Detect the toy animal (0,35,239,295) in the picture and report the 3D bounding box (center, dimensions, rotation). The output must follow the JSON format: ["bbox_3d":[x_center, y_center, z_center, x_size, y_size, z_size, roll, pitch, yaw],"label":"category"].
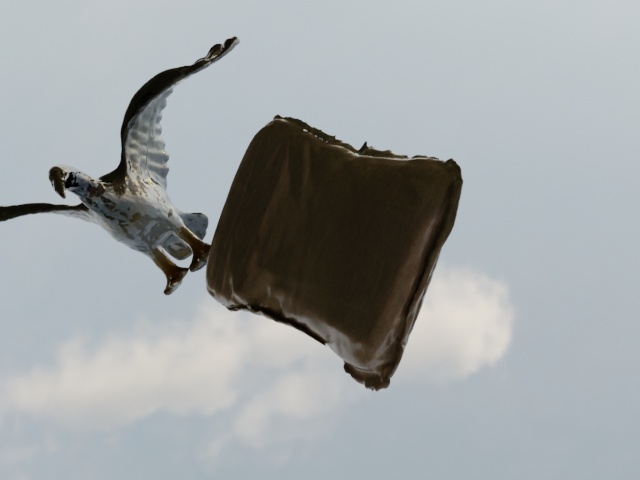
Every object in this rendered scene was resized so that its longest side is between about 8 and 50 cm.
[{"bbox_3d":[-0.144,-0.036,0.986,0.272,0.160,0.197,-42,-166,9],"label":"toy animal"}]

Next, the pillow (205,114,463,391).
[{"bbox_3d":[0.001,-0.003,0.767,0.211,0.034,0.135,24,-84,52],"label":"pillow"}]
